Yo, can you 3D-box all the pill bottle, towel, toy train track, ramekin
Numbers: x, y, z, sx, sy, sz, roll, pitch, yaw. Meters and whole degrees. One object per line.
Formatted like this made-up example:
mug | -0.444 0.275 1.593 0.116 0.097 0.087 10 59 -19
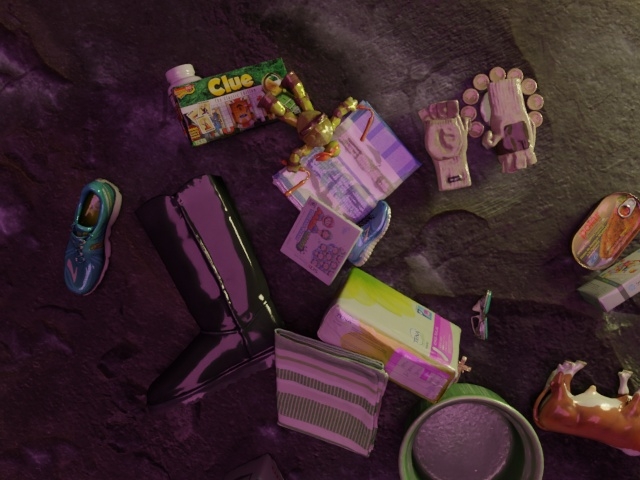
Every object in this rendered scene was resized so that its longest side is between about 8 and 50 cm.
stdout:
pill bottle | -0.289 -0.312 1.535 0.086 0.086 0.152 -21 92 5
towel | 0.058 -0.154 1.551 0.285 0.034 0.209 -41 91 5
toy train track | 0.317 0.307 1.574 0.048 0.014 0.083 20 95 2
ramekin | 0.321 0.466 1.512 0.304 0.148 0.303 0 96 4
towel | 0.014 0.337 1.474 0.248 0.038 0.324 16 135 14

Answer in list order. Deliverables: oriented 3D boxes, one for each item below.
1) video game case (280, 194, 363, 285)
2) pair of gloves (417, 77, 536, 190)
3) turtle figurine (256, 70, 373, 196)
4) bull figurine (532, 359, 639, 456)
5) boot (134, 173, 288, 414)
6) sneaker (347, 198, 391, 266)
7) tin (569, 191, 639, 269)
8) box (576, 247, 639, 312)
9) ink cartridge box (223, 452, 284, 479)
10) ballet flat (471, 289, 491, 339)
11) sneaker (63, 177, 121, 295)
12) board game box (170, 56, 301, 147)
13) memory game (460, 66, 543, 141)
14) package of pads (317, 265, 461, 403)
video game case | 0.000 0.000 1.534 0.143 0.019 0.157 35 114 13
pair of gloves | 0.350 -0.232 1.511 0.240 0.042 0.204 -18 96 7
turtle figurine | -0.034 -0.243 1.486 0.269 0.087 0.217 -44 92 4
bull figurine | 0.635 0.377 1.517 0.311 0.101 0.188 11 91 1
boot | -0.302 0.117 1.531 0.367 0.146 0.445 -25 96 -5
sneaker | 0.100 -0.023 1.533 0.073 0.063 0.162 29 95 -16
tin | 0.634 -0.022 1.522 0.106 0.040 0.189 38 95 -3
box | 0.661 0.079 1.472 0.186 0.145 0.038 -33 92 6
ink cartridge box | -0.139 0.639 1.479 0.131 0.306 0.226 -25 92 6
ballet flat | 0.363 0.168 1.551 0.041 0.041 0.114 5 93 3
sneaker | -0.538 -0.008 1.559 0.107 0.110 0.275 13 95 3
board game box | -0.183 -0.306 1.509 0.260 0.030 0.136 -22 91 -19
memory game | 0.404 -0.296 1.530 0.186 0.012 0.186 0 94 4
package of pads | 0.153 0.198 1.464 0.297 0.229 0.101 29 113 2
